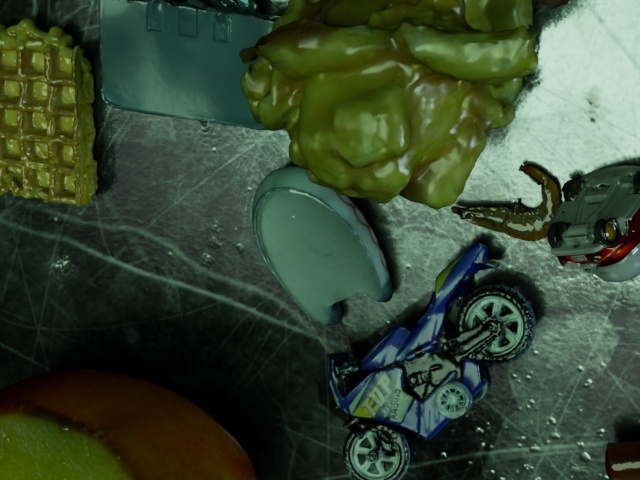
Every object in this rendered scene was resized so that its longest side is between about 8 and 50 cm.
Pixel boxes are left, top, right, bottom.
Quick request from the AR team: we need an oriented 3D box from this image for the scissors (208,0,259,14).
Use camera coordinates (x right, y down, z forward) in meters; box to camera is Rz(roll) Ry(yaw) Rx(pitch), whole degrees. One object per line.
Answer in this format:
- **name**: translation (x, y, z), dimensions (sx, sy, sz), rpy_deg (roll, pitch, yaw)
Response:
- **scissors**: translation (-0.203, -0.400, 1.809), dimensions (0.180, 0.032, 0.393), rpy_deg (-40, 93, 28)

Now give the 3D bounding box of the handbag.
- **handbag**: translation (-0.149, -0.212, 1.825), dimensions (0.221, 0.057, 0.144), rpy_deg (12, 122, 14)

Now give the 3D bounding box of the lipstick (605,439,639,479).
- **lipstick**: translation (0.473, 0.238, 1.773), dimensions (0.299, 0.081, 0.081), rpy_deg (-10, 103, 20)

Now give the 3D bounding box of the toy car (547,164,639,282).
- **toy car**: translation (0.320, -0.004, 1.725), dimensions (0.112, 0.139, 0.112), rpy_deg (-5, 128, 43)

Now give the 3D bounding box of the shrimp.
- **shrimp**: translation (0.212, -0.045, 1.796), dimensions (0.127, 0.025, 0.091), rpy_deg (4, 108, 12)

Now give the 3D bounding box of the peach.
- **peach**: translation (-0.255, 0.329, 1.901), dimensions (0.406, 0.310, 0.335), rpy_deg (11, 97, 28)

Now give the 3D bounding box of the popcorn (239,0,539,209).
- **popcorn**: translation (0.097, -0.179, 1.674), dimensions (0.321, 0.325, 0.290), rpy_deg (37, 142, 31)

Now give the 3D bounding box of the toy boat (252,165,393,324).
- **toy boat**: translation (0.000, 0.000, 1.861), dimensions (0.134, 0.079, 0.208), rpy_deg (-26, 108, 31)

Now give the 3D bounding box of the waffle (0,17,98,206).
- **waffle**: translation (-0.387, -0.161, 1.930), dimensions (0.219, 0.057, 0.229), rpy_deg (5, 107, 16)

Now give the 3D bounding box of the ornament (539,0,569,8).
- **ornament**: translation (0.217, -0.371, 1.607), dimensions (0.217, 0.221, 0.235), rpy_deg (39, 145, -2)

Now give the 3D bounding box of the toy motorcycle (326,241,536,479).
- **toy motorcycle**: translation (0.113, 0.144, 1.844), dimensions (0.169, 0.113, 0.315), rpy_deg (45, 105, 10)
